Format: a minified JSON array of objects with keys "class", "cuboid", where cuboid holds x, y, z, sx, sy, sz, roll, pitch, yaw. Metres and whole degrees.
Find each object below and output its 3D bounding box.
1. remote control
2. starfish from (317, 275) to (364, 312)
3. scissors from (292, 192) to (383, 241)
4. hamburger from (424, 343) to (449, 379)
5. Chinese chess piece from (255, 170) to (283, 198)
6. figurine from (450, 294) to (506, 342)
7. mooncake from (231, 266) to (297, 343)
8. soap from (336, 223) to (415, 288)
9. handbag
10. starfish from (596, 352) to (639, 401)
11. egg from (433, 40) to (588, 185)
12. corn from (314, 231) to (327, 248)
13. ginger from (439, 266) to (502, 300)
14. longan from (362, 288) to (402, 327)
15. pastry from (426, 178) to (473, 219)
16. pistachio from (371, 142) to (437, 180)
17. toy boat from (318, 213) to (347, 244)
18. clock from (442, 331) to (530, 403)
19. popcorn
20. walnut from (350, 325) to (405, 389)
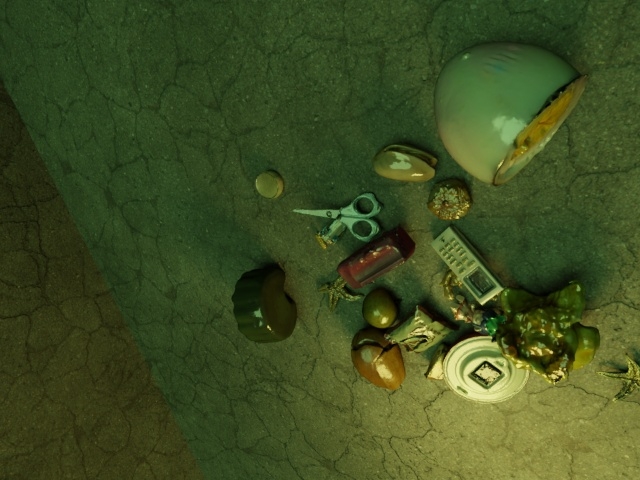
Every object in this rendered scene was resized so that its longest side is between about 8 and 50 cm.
[{"class":"remote control","cuboid":[0.518,0.084,1.445,0.277,0.055,0.103,54,127,18]},{"class":"starfish","cuboid":[0.090,0.231,1.801,0.247,0.050,0.138,-31,97,39]},{"class":"scissors","cuboid":[0.064,-0.102,1.606,0.360,0.029,0.191,6,101,9]},{"class":"hamburger","cuboid":[0.506,0.509,1.684,0.102,0.087,0.176,21,111,-1]},{"class":"Chinese chess piece","cuboid":[-0.217,-0.239,1.751,0.122,0.051,0.122,12,116,26]},{"class":"figurine","cuboid":[0.585,0.281,1.510,0.195,0.111,0.102,27,156,38]},{"class":"mooncake","cuboid":[-0.254,0.301,1.864,0.187,0.351,0.351,-10,107,20]},{"class":"soap","cuboid":[0.202,0.072,1.561,0.325,0.220,0.127,-33,90,35]},{"class":"handbag","cuboid":[0.396,0.360,1.645,0.213,0.127,0.235,28,130,-19]},{"class":"starfish","cuboid":[1.050,0.457,1.369,0.208,0.053,0.176,-12,106,29]},{"class":"egg","cuboid":[0.469,-0.380,1.136,0.340,0.354,0.354,46,128,23]},{"class":"corn","cuboid":[0.000,0.000,1.755,0.028,0.027,0.083,-17,106,51]},{"class":"ginger","cuboid":[0.542,0.161,1.499,0.193,0.052,0.176,-27,82,14]},{"class":"longan","cuboid":[0.255,0.277,1.685,0.145,0.176,0.155,50,164,54]},{"class":"pastry","cuboid":[0.446,-0.139,1.411,0.153,0.081,0.153,8,119,15]},{"class":"pistachio","cuboid":[0.287,-0.268,1.416,0.223,0.126,0.152,8,150,21]},{"class":"toy boat","cuboid":[0.079,-0.066,1.664,0.084,0.066,0.210,39,114,-7]},{"class":"clock","cuboid":[0.628,0.493,1.561,0.318,0.080,0.319,5,112,12]},{"class":"popcorn","cuboid":[0.735,0.287,1.358,0.321,0.290,0.326,-45,50,3]},{"class":"walnut","cuboid":[0.258,0.519,1.754,0.209,0.209,0.336,-18,115,34]}]
